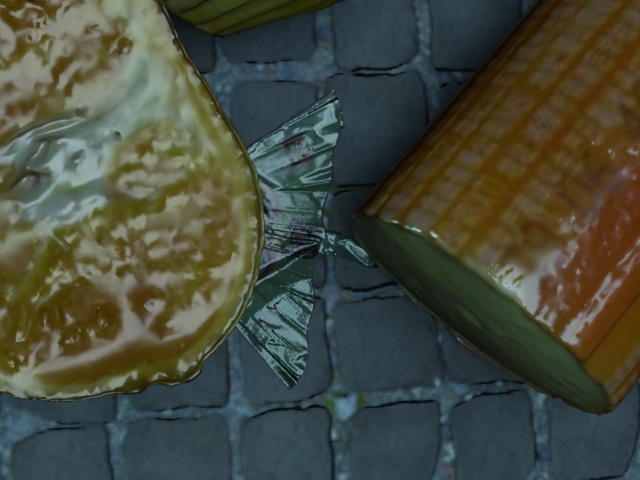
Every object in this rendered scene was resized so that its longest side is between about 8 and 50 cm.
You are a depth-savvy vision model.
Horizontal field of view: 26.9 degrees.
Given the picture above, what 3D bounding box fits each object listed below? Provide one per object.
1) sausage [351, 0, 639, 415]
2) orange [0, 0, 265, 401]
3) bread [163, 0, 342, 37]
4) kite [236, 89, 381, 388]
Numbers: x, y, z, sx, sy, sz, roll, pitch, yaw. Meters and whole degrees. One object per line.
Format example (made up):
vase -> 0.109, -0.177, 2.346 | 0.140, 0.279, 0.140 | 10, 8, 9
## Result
sausage -> 0.194, -0.048, 0.949 | 0.233, 0.233, 0.287 | 43, 77, -10
orange -> -0.189, -0.063, 0.849 | 0.274, 0.274, 0.310 | -44, 140, -10
bread -> -0.056, -0.257, 0.911 | 0.139, 0.240, 0.240 | -29, 99, 27
kite -> 0.000, 0.000, 1.016 | 0.250, 0.012, 0.229 | 11, 89, -15
